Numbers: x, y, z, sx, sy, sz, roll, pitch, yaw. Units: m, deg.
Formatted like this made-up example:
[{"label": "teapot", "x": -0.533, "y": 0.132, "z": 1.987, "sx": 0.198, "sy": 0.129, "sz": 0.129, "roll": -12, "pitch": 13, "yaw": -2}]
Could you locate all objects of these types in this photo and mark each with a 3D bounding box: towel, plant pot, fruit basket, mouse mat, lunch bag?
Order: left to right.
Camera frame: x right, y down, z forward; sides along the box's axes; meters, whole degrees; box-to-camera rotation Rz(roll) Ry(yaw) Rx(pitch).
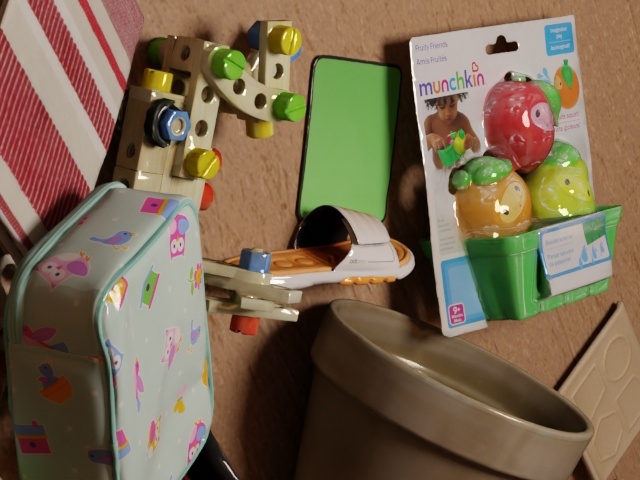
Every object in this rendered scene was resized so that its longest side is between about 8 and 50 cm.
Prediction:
[{"label": "towel", "x": -0.233, "y": -0.140, "z": 1.423, "sx": 0.237, "sy": 0.037, "sz": 0.329, "roll": 68, "pitch": 27, "yaw": -52}, {"label": "lunch bag", "x": -0.173, "y": 0.103, "z": 1.416, "sx": 0.224, "sy": 0.108, "sz": 0.279, "roll": -58, "pitch": 153, "yaw": -54}, {"label": "mouse mat", "x": 0.035, "y": -0.112, "z": 1.894, "sx": 0.152, "sy": 0.007, "sz": 0.190, "roll": 1, "pitch": 98, "yaw": -47}, {"label": "plant pot", "x": 0.101, "y": 0.259, "z": 1.851, "sx": 0.323, "sy": 0.323, "sz": 0.280, "roll": 14, "pitch": 103, "yaw": -47}, {"label": "fruit basket", "x": 0.243, "y": -0.085, "z": 2.009, "sx": 0.327, "sy": 0.165, "sz": 0.353, "roll": -13, "pitch": 104, "yaw": -45}]

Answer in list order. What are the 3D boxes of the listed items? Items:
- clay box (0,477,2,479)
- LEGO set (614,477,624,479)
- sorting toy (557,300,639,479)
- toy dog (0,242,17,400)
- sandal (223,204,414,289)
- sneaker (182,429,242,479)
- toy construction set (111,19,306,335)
[{"label": "clay box", "x": -0.337, "y": 0.204, "z": 1.404, "sx": 0.053, "sy": 0.222, "sz": 0.127, "roll": -53, "pitch": 131, "yaw": -26}, {"label": "LEGO set", "x": 0.223, "y": 0.407, "z": 1.999, "sx": 0.192, "sy": 0.331, "sz": 0.255, "roll": 44, "pitch": 46, "yaw": -44}, {"label": "sorting toy", "x": 0.399, "y": 0.218, "z": 2.329, "sx": 0.208, "sy": 0.038, "sz": 0.193, "roll": -53, "pitch": 131, "yaw": -32}, {"label": "toy dog", "x": -0.303, "y": 0.046, "z": 1.454, "sx": 0.333, "sy": 0.161, "sz": 0.220, "roll": 16, "pitch": 86, "yaw": -47}, {"label": "sandal", "x": 0.007, "y": 0.003, "z": 1.813, "sx": 0.265, "sy": 0.102, "sz": 0.076, "roll": -7, "pitch": 112, "yaw": -44}, {"label": "sneaker", "x": -0.136, "y": 0.356, "z": 1.662, "sx": 0.185, "sy": 0.202, "sz": 0.483, "roll": -37, "pitch": 123, "yaw": -35}, {"label": "toy construction set", "x": -0.109, "y": -0.070, "z": 1.660, "sx": 0.215, "sy": 0.151, "sz": 0.328, "roll": 6, "pitch": 83, "yaw": -47}]
